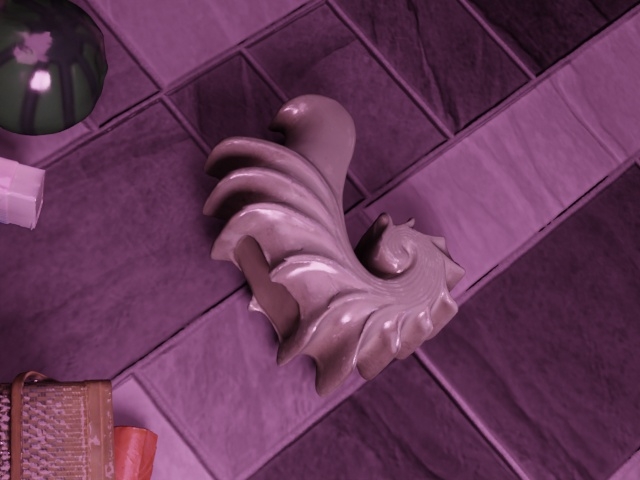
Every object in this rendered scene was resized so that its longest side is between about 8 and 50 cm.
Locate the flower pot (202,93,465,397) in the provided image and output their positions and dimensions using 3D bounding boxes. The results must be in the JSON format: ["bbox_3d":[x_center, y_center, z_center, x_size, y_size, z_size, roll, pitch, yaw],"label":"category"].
[{"bbox_3d":[0.000,0.000,1.441,0.254,0.164,0.367,-28,77,-30],"label":"flower pot"}]

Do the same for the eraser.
[{"bbox_3d":[-0.459,-0.080,1.386,0.225,0.095,0.052,15,64,-9],"label":"eraser"}]

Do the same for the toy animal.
[{"bbox_3d":[-0.439,-0.243,1.410,0.338,0.191,0.216,10,64,-11],"label":"toy animal"}]

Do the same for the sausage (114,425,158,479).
[{"bbox_3d":[-0.231,0.304,1.301,0.065,0.065,0.169,11,65,-11],"label":"sausage"}]

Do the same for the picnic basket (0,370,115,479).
[{"bbox_3d":[-0.308,0.253,1.190,0.139,0.266,0.165,2,64,-20],"label":"picnic basket"}]
